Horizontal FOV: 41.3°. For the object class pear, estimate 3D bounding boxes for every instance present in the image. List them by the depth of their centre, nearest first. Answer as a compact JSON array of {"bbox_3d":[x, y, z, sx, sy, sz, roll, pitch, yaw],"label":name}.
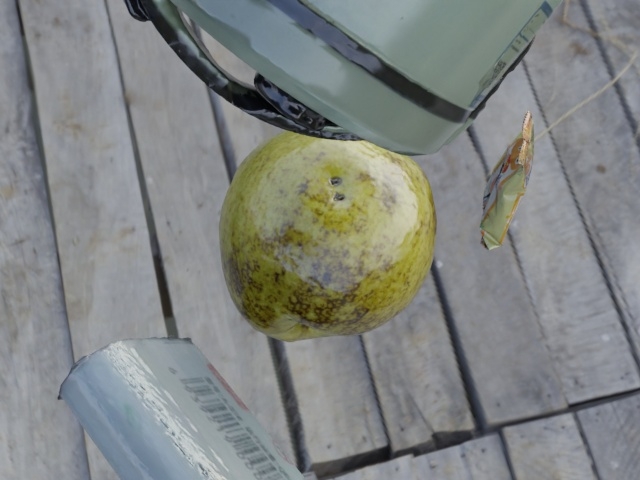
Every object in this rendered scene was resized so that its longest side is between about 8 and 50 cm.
[{"bbox_3d":[0.000,0.000,0.747,0.197,0.197,0.197,4,68,-10],"label":"pear"}]

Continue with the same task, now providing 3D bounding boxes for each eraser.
[{"bbox_3d":[-0.085,0.184,0.674,0.081,0.174,0.227,-46,70,11],"label":"eraser"}]

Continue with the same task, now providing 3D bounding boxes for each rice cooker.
[{"bbox_3d":[0.027,-0.167,0.432,0.226,0.226,0.244,37,106,4],"label":"rice cooker"}]

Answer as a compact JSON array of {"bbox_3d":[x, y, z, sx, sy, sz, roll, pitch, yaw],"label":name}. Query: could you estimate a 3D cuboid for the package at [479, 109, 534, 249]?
[{"bbox_3d":[0.195,-0.060,0.881,0.031,0.121,0.108,18,39,4],"label":"package"}]
